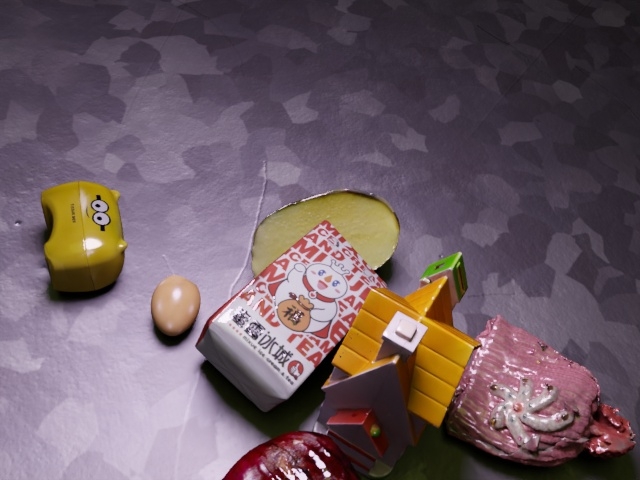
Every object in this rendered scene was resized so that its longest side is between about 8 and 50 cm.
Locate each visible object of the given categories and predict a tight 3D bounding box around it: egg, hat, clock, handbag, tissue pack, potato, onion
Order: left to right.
[{"bbox_3d":[-0.389,-0.008,1.149,0.127,0.123,0.178,-7,54,-16],"label":"tissue pack"},{"bbox_3d":[-0.236,0.107,1.118,0.080,0.080,0.096,16,55,1],"label":"egg"},{"bbox_3d":[-0.052,0.363,0.880,0.206,0.206,0.216,-23,54,-30],"label":"onion"},{"bbox_3d":[-0.034,0.102,1.078,0.171,0.151,0.298,43,63,2],"label":"handbag"},{"bbox_3d":[0.000,0.000,1.222,0.272,0.111,0.160,-20,94,-10],"label":"potato"},{"bbox_3d":[0.120,0.172,0.989,0.166,0.309,0.235,29,53,13],"label":"clock"},{"bbox_3d":[0.357,0.259,1.098,0.287,0.107,0.236,25,62,15],"label":"hat"}]
